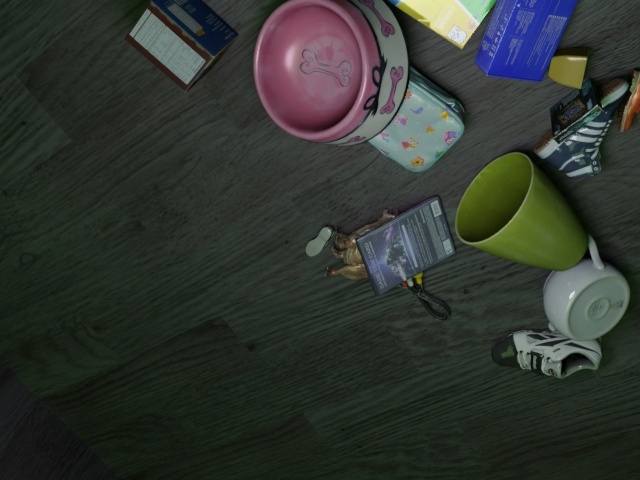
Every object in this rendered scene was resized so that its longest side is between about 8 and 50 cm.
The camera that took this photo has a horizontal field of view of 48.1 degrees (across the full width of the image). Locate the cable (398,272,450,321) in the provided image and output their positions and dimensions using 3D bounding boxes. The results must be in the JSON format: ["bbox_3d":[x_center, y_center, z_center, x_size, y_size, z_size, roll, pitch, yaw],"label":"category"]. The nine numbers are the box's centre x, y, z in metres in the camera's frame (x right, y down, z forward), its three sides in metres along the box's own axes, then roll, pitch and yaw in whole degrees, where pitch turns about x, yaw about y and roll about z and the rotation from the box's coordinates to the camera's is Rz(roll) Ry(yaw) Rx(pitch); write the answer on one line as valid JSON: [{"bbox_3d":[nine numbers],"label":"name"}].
[{"bbox_3d":[0.288,0.156,2.200,0.140,0.072,0.287,-18,116,30],"label":"cable"}]

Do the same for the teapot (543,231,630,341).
[{"bbox_3d":[0.721,0.141,2.017,0.256,0.187,0.252,-46,124,6],"label":"teapot"}]

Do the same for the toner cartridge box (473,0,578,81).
[{"bbox_3d":[0.499,-0.546,1.658,0.165,0.075,0.347,1,128,-23],"label":"toner cartridge box"}]

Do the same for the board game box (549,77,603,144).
[{"bbox_3d":[0.619,-0.316,1.744,0.026,0.186,0.126,42,123,-13],"label":"board game box"}]

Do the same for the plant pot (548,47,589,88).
[{"bbox_3d":[0.602,-0.424,1.748,0.083,0.081,0.081,12,124,18],"label":"plant pot"}]

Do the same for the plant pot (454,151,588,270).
[{"bbox_3d":[0.560,-0.044,1.913,0.294,0.274,0.275,30,125,-22],"label":"plant pot"}]

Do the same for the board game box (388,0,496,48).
[{"bbox_3d":[0.276,-0.644,1.702,0.317,0.064,0.242,31,124,-6],"label":"board game box"}]

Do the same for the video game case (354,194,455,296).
[{"bbox_3d":[0.247,0.016,2.055,0.274,0.026,0.196,-28,117,-12],"label":"video game case"}]

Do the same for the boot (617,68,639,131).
[{"bbox_3d":[0.786,-0.336,1.767,0.085,0.059,0.157,10,122,3],"label":"boot"}]

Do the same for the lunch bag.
[{"bbox_3d":[0.231,-0.324,1.873,0.279,0.107,0.224,32,125,-16],"label":"lunch bag"}]

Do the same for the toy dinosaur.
[{"bbox_3d":[0.131,0.043,2.146,0.200,0.127,0.295,14,130,-2],"label":"toy dinosaur"}]

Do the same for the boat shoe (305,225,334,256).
[{"bbox_3d":[0.000,0.000,2.199,0.046,0.038,0.125,42,123,10],"label":"boat shoe"}]

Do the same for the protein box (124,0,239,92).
[{"bbox_3d":[-0.355,-0.529,1.862,0.201,0.199,0.136,41,123,-12],"label":"protein box"}]

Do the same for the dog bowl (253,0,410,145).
[{"bbox_3d":[0.007,-0.425,1.767,0.408,0.150,0.407,11,110,32],"label":"dog bowl"}]

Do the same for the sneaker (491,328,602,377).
[{"bbox_3d":[0.681,0.352,2.177,0.331,0.146,0.122,-11,119,23],"label":"sneaker"}]

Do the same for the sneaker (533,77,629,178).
[{"bbox_3d":[0.693,-0.270,1.804,0.153,0.099,0.282,40,130,-6],"label":"sneaker"}]
